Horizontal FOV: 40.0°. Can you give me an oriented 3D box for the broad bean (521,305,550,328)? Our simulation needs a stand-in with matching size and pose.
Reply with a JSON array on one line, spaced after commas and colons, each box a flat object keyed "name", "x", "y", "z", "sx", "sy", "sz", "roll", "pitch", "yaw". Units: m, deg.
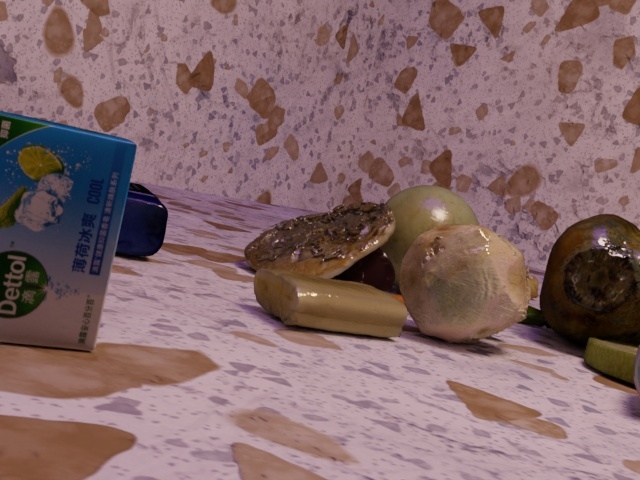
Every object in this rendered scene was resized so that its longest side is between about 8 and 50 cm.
[{"name": "broad bean", "x": 0.307, "y": 0.120, "z": 1.651, "sx": 0.297, "sy": 0.043, "sz": 0.060, "roll": 13, "pitch": 14, "yaw": -14}]

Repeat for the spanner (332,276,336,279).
[{"name": "spanner", "x": 0.037, "y": 0.070, "z": 1.686, "sx": 0.254, "sy": 0.015, "sz": 0.054, "roll": 8, "pitch": 9, "yaw": -45}]

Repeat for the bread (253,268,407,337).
[{"name": "bread", "x": 0.012, "y": 0.085, "z": 1.182, "sx": 0.178, "sy": 0.060, "sz": 0.139, "roll": 10, "pitch": 6, "yaw": -29}]

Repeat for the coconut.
[{"name": "coconut", "x": 0.203, "y": 0.062, "z": 1.276, "sx": 0.194, "sy": 0.194, "sz": 0.194, "roll": 13, "pitch": 5, "yaw": -1}]

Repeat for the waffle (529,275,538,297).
[{"name": "waffle", "x": 0.433, "y": 0.088, "z": 2.257, "sx": 0.168, "sy": 0.057, "sz": 0.274, "roll": 12, "pitch": 4, "yaw": -15}]

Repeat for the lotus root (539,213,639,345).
[{"name": "lotus root", "x": 0.502, "y": 0.076, "z": 1.535, "sx": 0.250, "sy": 0.250, "sz": 0.346, "roll": 15, "pitch": 3, "yaw": 22}]

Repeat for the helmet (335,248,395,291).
[{"name": "helmet", "x": 0.069, "y": 0.052, "z": 1.568, "sx": 0.070, "sy": 0.098, "sz": 0.123, "roll": -21, "pitch": 25, "yaw": -27}]

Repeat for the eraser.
[{"name": "eraser", "x": -0.362, "y": -0.048, "z": 1.507, "sx": 0.155, "sy": 0.101, "sz": 0.332, "roll": 10, "pitch": 4, "yaw": -19}]

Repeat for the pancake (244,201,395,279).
[{"name": "pancake", "x": -0.001, "y": -0.001, "z": 1.559, "sx": 0.282, "sy": 0.049, "sz": 0.282, "roll": -15, "pitch": 21, "yaw": 6}]

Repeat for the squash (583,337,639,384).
[{"name": "squash", "x": 0.524, "y": 0.194, "z": 1.317, "sx": 0.252, "sy": 0.049, "sz": 0.252, "roll": 12, "pitch": 4, "yaw": -1}]

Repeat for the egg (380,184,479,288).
[{"name": "egg", "x": 0.211, "y": -0.002, "z": 1.763, "sx": 0.218, "sy": 0.218, "sz": 0.295, "roll": 13, "pitch": 6, "yaw": 6}]

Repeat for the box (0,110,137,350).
[{"name": "box", "x": -0.255, "y": -0.010, "z": 0.778, "sx": 0.139, "sy": 0.194, "sz": 0.073, "roll": 10, "pitch": 6, "yaw": -28}]

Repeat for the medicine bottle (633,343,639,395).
[{"name": "medicine bottle", "x": 0.457, "y": 0.156, "z": 1.082, "sx": 0.135, "sy": 0.135, "sz": 0.168, "roll": 15, "pitch": 4, "yaw": 22}]

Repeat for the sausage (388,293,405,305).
[{"name": "sausage", "x": 0.115, "y": 0.102, "z": 1.429, "sx": 0.107, "sy": 0.031, "sz": 0.031, "roll": 10, "pitch": 5, "yaw": -43}]
